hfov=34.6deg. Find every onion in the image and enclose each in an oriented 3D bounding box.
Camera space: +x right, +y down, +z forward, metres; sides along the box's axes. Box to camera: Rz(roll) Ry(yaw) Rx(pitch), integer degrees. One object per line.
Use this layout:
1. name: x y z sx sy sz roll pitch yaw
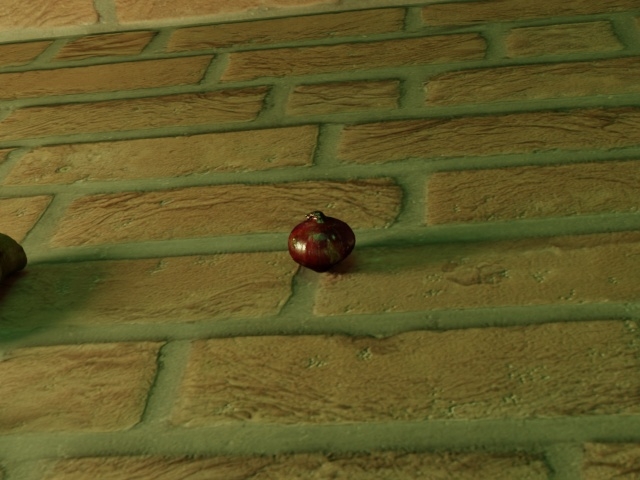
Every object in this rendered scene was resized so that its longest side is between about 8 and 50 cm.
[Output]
1. onion: 0.000 0.000 1.598 0.107 0.097 0.107 -14 21 5

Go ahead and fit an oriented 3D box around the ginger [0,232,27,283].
1. ginger: -0.576 0.073 1.628 0.109 0.116 0.263 41 37 1
